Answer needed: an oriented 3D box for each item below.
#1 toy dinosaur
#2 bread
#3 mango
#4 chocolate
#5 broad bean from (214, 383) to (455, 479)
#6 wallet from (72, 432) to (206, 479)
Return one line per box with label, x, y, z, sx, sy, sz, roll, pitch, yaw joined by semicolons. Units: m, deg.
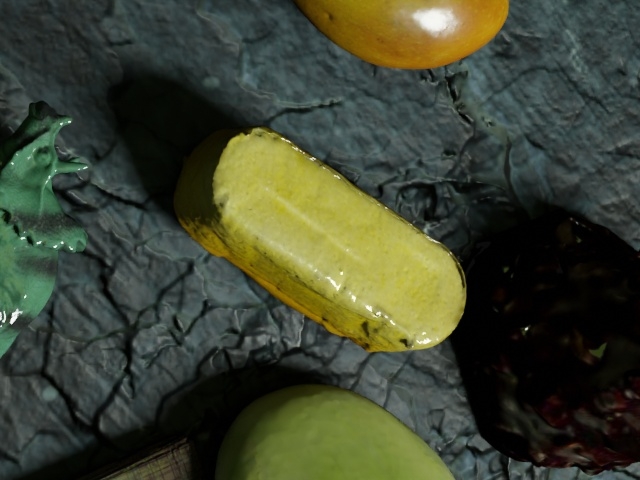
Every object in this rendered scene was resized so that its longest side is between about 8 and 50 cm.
toy dinosaur;-0.255;0.034;0.969;0.120;0.079;0.292;35;82;-18
bread;0.000;0.000;1.067;0.245;0.094;0.102;33;70;-21
mango;0.032;-0.216;1.058;0.253;0.113;0.138;27;81;-19
chocolate;0.247;0.092;1.128;0.206;0.177;0.224;-21;101;-21
broad bean;0.028;0.230;1.071;0.189;0.121;0.263;-39;104;-21
wallet;-0.117;0.274;1.053;0.124;0.042;0.230;-22;101;-24
